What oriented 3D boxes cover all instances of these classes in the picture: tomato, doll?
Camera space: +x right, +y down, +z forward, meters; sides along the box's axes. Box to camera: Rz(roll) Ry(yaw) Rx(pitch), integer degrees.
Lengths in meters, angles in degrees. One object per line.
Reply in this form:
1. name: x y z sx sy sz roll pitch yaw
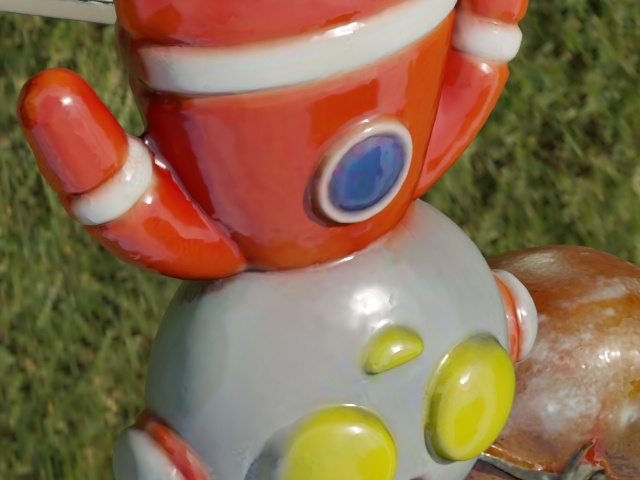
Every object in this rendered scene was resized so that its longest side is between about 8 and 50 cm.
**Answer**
1. tomato: 0.159 0.097 1.096 0.155 0.181 0.214 -24 121 18
2. doll: 0.000 0.000 0.665 0.199 0.105 0.336 -23 125 -29

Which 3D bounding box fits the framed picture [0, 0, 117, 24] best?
1. framed picture: -0.176 -0.173 1.408 0.289 0.211 0.020 8 99 5
